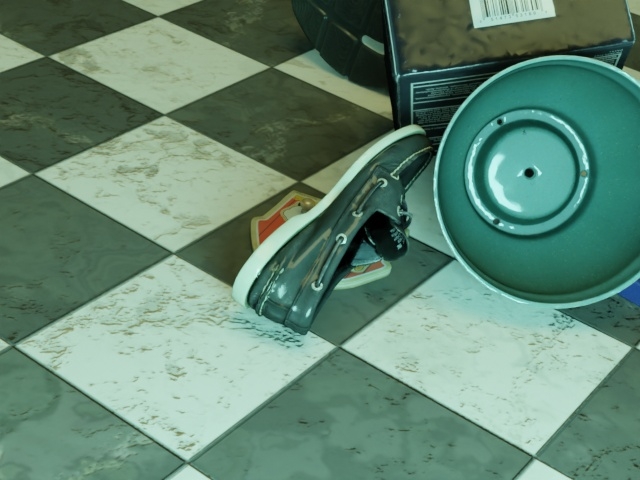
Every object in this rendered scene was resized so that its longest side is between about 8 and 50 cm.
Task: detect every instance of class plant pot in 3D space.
[{"bbox_3d":[0.273,-0.078,1.441,0.293,0.293,0.196,7,7,-2],"label":"plant pot"}]

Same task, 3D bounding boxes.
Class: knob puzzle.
[{"bbox_3d":[0.000,0.000,1.453,0.213,0.030,0.213,6,34,-4],"label":"knob puzzle"}]

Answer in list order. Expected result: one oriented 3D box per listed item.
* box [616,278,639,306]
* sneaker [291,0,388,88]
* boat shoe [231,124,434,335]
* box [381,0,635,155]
[{"bbox_3d":[0.479,0.074,1.442,0.225,0.036,0.136,34,41,31],"label":"box"},{"bbox_3d":[0.178,-0.332,1.911,0.447,0.169,0.257,34,32,21],"label":"sneaker"},{"bbox_3d":[0.048,-0.011,1.366,0.113,0.127,0.340,37,51,17],"label":"boat shoe"},{"bbox_3d":[0.233,-0.255,1.562,0.296,0.294,0.183,-8,72,2],"label":"box"}]
